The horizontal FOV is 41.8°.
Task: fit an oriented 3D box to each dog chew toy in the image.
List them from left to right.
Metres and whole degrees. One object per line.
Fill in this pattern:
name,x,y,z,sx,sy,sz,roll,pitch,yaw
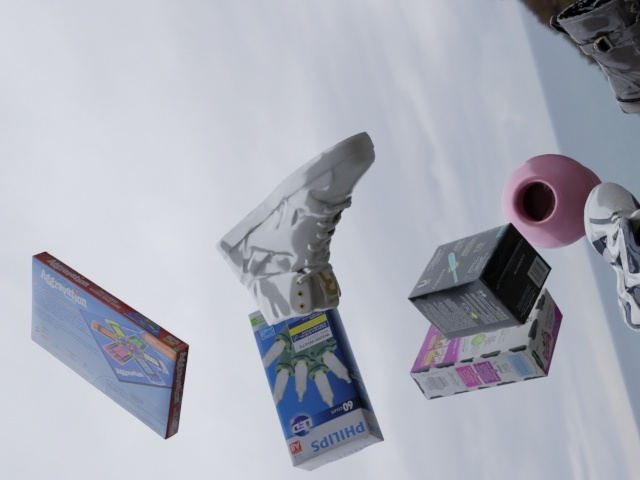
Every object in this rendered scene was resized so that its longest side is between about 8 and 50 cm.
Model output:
dog chew toy,0.543,-0.088,1.883,0.332,0.207,0.206,-5,-101,-55

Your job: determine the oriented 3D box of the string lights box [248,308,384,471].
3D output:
string lights box,-0.010,0.214,1.320,0.077,0.133,0.259,45,-158,-60

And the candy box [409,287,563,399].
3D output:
candy box,0.286,0.180,1.443,0.071,0.233,0.159,55,-140,-18

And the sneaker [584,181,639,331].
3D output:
sneaker,0.405,-0.018,1.052,0.153,0.094,0.235,91,-178,-50

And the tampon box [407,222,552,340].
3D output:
tampon box,0.235,0.064,1.248,0.101,0.161,0.120,46,-123,-15

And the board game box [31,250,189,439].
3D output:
board game box,-0.291,0.136,1.125,0.027,0.281,0.145,-27,-43,-48

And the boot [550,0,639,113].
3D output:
boot,0.517,-0.312,1.300,0.229,0.263,0.091,46,-129,-28

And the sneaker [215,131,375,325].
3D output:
sneaker,0.000,0.000,1.087,0.108,0.292,0.169,-20,-106,-50
